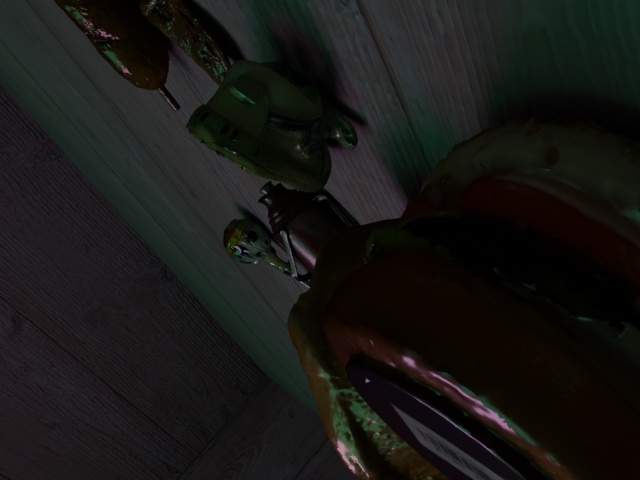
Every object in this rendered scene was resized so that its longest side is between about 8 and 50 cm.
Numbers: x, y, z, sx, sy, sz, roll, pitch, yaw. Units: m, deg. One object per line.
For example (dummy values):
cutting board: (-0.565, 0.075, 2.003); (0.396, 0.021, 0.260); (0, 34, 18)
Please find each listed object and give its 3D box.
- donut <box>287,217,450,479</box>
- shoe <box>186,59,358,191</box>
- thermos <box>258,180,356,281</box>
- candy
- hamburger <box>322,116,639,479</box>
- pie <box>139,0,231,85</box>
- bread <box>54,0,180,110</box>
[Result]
donut: (0.109, 0.125, 0.925); (0.150, 0.299, 0.317); (-25, 131, 35)
shoe: (-0.043, -0.121, 0.927); (0.140, 0.128, 0.262); (48, -164, 13)
thermos: (0.002, -0.002, 1.230); (0.232, 0.099, 0.124); (46, 129, -10)
candy: (-0.060, 0.060, 1.646); (0.305, 0.083, 0.091); (35, 150, -6)
hamburger: (0.178, 0.076, 0.660); (0.330, 0.250, 0.330); (39, 166, 11)
pie: (-0.152, -0.250, 1.017); (0.191, 0.033, 0.088); (46, 160, 7)
bread: (-0.293, -0.310, 1.112); (0.344, 0.084, 0.124); (50, -174, -31)
